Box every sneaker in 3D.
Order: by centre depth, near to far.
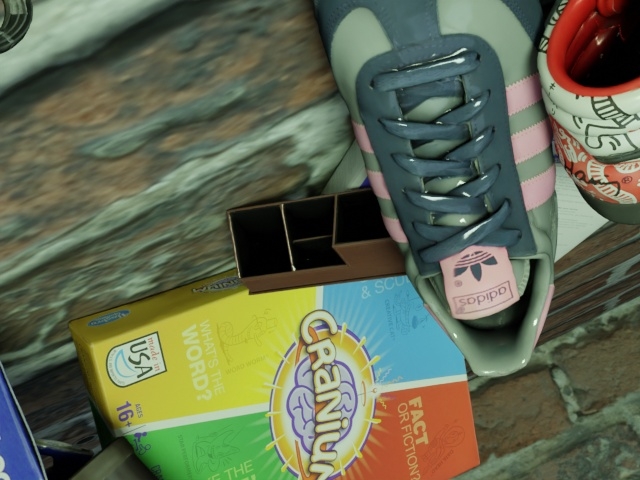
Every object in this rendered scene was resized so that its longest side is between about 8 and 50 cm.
[{"bbox_3d":[0.225,-0.128,0.503,0.270,0.090,0.145,-40,145,5],"label":"sneaker"},{"bbox_3d":[0.079,-0.036,0.542,0.112,0.131,0.319,-13,147,15],"label":"sneaker"}]

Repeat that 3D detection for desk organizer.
[{"bbox_3d":[0.000,0.000,0.707,0.130,0.047,0.050,-8,150,21],"label":"desk organizer"}]

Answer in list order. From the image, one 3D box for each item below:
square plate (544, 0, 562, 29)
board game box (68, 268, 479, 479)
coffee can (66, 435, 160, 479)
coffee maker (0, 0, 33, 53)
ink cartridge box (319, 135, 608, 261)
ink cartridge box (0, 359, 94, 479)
[{"bbox_3d":[0.282,-0.205,0.599,0.347,0.049,0.344,-24,163,-9],"label":"square plate"},{"bbox_3d":[-0.024,0.134,0.856,0.316,0.242,0.064,-19,-161,-24],"label":"board game box"},{"bbox_3d":[-0.114,0.300,0.676,0.201,0.275,0.201,-44,178,-2],"label":"coffee can"},{"bbox_3d":[-0.198,-0.011,0.348,0.171,0.120,0.178,-12,159,-42],"label":"coffee maker"},{"bbox_3d":[0.117,-0.039,0.731,0.206,0.045,0.208,6,155,-17],"label":"ink cartridge box"},{"bbox_3d":[-0.350,0.175,0.641,0.395,0.151,0.270,-16,161,-36],"label":"ink cartridge box"}]
